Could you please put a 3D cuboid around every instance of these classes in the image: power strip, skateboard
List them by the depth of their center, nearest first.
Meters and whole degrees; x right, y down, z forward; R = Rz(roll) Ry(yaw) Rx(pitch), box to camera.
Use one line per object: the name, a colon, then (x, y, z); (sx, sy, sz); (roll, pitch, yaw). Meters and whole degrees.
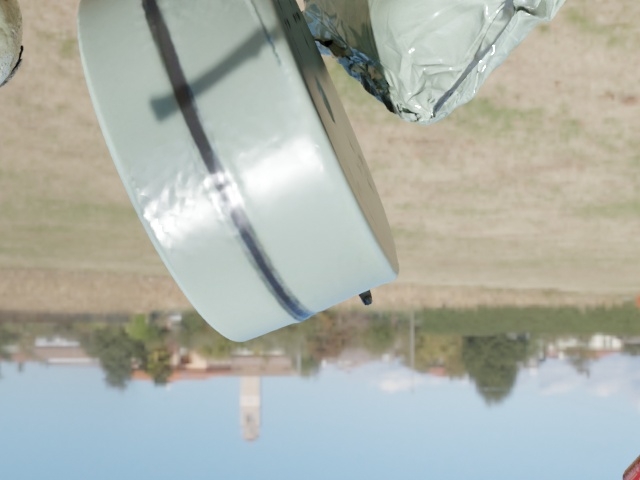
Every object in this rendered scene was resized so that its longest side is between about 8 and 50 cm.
power strip: (-0.070, -0.101, 0.891); (0.161, 0.358, 0.357); (-22, 172, 8)
skateboard: (0.027, 0.045, 1.086); (0.032, 0.064, 0.083); (-25, 176, -19)

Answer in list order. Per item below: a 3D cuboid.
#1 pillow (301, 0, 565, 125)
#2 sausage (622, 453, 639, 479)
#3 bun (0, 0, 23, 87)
pillow: (0.118, -0.259, 1.047); (0.138, 0.283, 0.310); (44, -176, -38)
sausage: (0.324, 0.201, 0.961); (0.034, 0.034, 0.129); (1, 144, -9)
bun: (-0.516, -0.295, 1.354); (0.239, 0.239, 0.141); (1, 150, -10)
